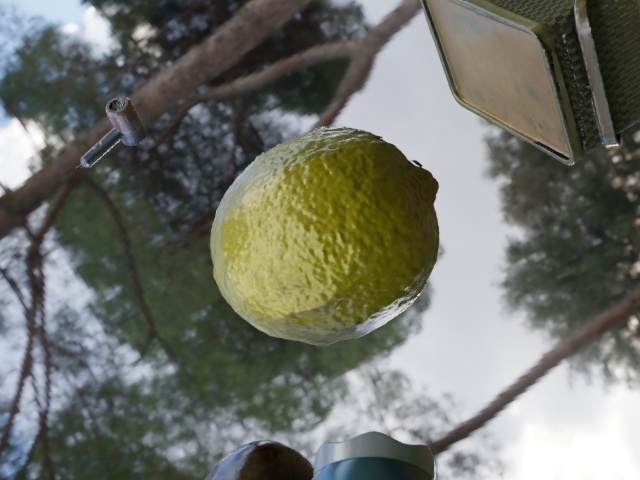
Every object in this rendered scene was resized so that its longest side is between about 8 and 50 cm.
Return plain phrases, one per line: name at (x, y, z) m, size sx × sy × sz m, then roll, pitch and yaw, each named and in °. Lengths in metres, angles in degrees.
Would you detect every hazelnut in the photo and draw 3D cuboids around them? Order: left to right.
hazelnut at (-0.085, 0.337, 1.479) m, size 0.181 × 0.181 × 0.212 m, roll 35°, pitch -113°, yaw -28°

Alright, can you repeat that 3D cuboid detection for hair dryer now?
hair dryer at (-0.287, -0.134, 1.680) m, size 0.037 × 0.114 × 0.063 m, roll 30°, pitch 157°, yaw 35°

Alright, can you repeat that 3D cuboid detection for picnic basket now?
picnic basket at (0.230, -0.205, 1.286) m, size 0.266 × 0.139 × 0.165 m, roll 42°, pitch 159°, yaw 57°

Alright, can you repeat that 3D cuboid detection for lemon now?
lemon at (0.000, 0.000, 1.572) m, size 0.268 × 0.322 × 0.268 m, roll 48°, pitch -163°, yaw -19°

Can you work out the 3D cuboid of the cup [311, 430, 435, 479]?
cup at (0.045, 0.264, 1.074) m, size 0.167 × 0.299 × 0.173 m, roll 45°, pitch -144°, yaw -42°
